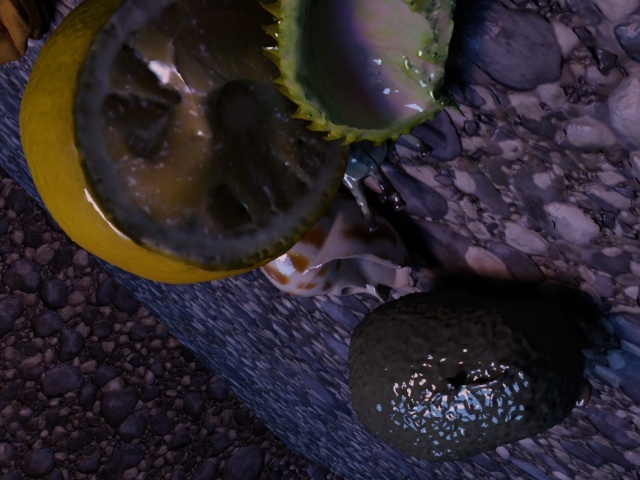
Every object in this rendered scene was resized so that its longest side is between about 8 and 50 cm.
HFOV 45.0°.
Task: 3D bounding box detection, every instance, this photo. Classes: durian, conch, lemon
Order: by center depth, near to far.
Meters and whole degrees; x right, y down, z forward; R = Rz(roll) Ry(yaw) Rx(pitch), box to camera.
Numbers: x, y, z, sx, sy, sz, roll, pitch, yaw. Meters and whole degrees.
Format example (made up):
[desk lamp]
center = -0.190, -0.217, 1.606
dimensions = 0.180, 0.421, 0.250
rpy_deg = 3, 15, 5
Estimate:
[durian]
center = 0.047, -0.199, 0.643
dimensions = 0.169, 0.158, 0.352
rpy_deg = 21, 151, 14
[lemon]
center = -0.165, -0.125, 0.879
dimensions = 0.364, 0.364, 0.364
rpy_deg = 34, 159, 15
[conch]
center = 0.000, 0.000, 1.084
dimensions = 0.275, 0.149, 0.182
rpy_deg = 16, 143, -38

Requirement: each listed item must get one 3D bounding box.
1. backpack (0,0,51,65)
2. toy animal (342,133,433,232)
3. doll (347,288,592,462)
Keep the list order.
[backpack]
center = -0.595, -0.432, 1.194
dimensions = 0.353, 0.201, 0.378
rpy_deg = 36, 163, -1
[toy animal]
center = 0.040, -0.109, 0.950
dimensions = 0.176, 0.073, 0.217
rpy_deg = 51, 157, 12
[doll]
center = 0.196, 0.171, 1.029
dimensions = 0.247, 0.247, 0.349
rpy_deg = 45, 149, -12
